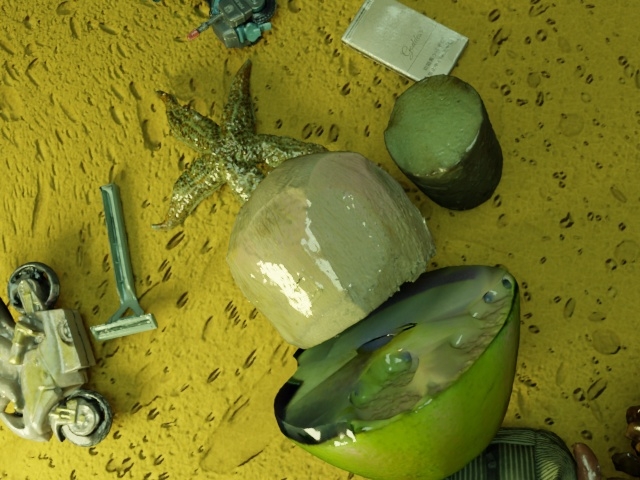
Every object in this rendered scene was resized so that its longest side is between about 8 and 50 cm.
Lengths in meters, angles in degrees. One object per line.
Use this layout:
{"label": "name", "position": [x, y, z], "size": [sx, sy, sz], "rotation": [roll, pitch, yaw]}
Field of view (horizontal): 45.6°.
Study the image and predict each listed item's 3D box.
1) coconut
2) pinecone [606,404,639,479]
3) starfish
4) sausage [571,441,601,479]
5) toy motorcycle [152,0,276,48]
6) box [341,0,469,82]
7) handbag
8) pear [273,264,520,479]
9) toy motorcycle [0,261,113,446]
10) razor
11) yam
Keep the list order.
{"label": "coconut", "position": [0.000, 0.000, 1.155], "size": [0.297, 0.297, 0.255], "rotation": [-32, 89, 4]}
{"label": "pinecone", "position": [0.573, 0.281, 0.993], "size": [0.384, 0.384, 0.385], "rotation": [-2, 81, 10]}
{"label": "starfish", "position": [-0.138, -0.161, 1.328], "size": [0.357, 0.078, 0.347], "rotation": [-7, 77, 9]}
{"label": "sausage", "position": [0.372, 0.353, 1.032], "size": [0.036, 0.042, 0.158], "rotation": [-6, 78, -31]}
{"label": "toy motorcycle", "position": [-0.206, -0.453, 1.360], "size": [0.182, 0.123, 0.272], "rotation": [-36, 76, -7]}
{"label": "box", "position": [0.146, -0.347, 1.322], "size": [0.198, 0.029, 0.109], "rotation": [32, 88, 12]}
{"label": "handbag", "position": [0.270, 0.440, 1.072], "size": [0.247, 0.240, 0.341], "rotation": [-10, 81, 12]}
{"label": "pear", "position": [0.133, 0.209, 1.099], "size": [0.398, 0.399, 0.165], "rotation": [-27, 105, 5]}
{"label": "toy motorcycle", "position": [-0.501, 0.215, 1.317], "size": [0.222, 0.108, 0.341], "rotation": [-24, 81, 7]}
{"label": "razor", "position": [-0.356, 0.033, 1.351], "size": [0.111, 0.056, 0.278], "rotation": [-13, 72, 7]}
{"label": "yam", "position": [0.195, -0.143, 1.172], "size": [0.161, 0.268, 0.161], "rotation": [-4, 80, 21]}
